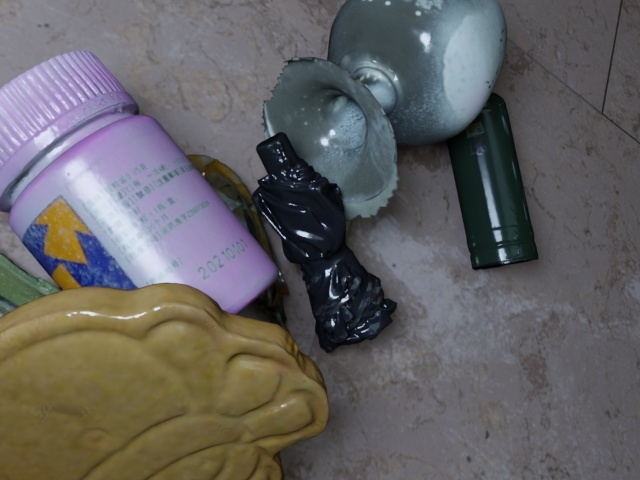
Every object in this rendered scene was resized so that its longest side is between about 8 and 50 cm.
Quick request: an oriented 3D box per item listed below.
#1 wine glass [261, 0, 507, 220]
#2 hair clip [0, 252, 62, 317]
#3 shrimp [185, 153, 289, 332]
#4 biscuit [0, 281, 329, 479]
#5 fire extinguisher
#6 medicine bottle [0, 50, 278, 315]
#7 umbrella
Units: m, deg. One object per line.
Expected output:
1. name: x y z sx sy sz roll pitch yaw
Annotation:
1. wine glass: 0.092 -0.204 0.997 0.323 0.238 0.238 -42 101 -36
2. hair clip: -0.341 0.044 0.735 0.091 0.138 0.321 -43 108 12
3. shrimp: -0.118 0.020 0.904 0.145 0.059 0.254 -19 88 -32
4. biscuit: -0.155 0.168 0.709 0.351 0.312 0.057 27 31 -27
5. fire extinguisher: 0.232 -0.114 1.147 0.095 0.115 0.311 19 62 -73
6. medicine bottle: -0.195 -0.022 0.773 0.290 0.178 0.178 50 57 -2
7. umbrella: 0.000 0.001 0.929 0.110 0.122 0.272 -21 109 8
